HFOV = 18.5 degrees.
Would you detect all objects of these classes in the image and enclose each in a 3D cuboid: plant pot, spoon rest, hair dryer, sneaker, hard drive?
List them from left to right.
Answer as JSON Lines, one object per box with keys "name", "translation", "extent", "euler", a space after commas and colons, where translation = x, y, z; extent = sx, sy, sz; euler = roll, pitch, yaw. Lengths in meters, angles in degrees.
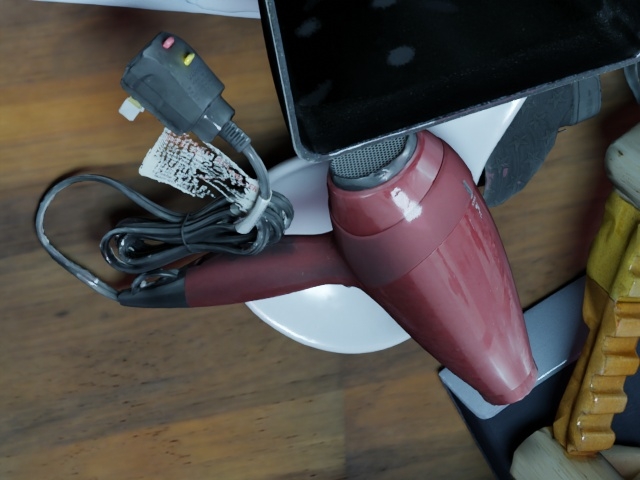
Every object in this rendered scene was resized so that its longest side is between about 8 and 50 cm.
{"name": "hair dryer", "translation": [0.000, 0.000, 1.092], "extent": [0.293, 0.080, 0.223], "euler": [30, 147, -5]}
{"name": "plant pot", "translation": [0.040, -0.180, 0.966], "extent": [0.188, 0.167, 0.187], "euler": [-17, 125, -8]}
{"name": "spoon rest", "translation": [0.047, -0.039, 1.117], "extent": [0.137, 0.084, 0.276], "euler": [31, 120, -10]}
{"name": "sneaker", "translation": [0.115, -0.105, 1.149], "extent": [0.089, 0.051, 0.170], "euler": [-21, 127, -10]}
{"name": "hard drive", "translation": [0.222, 0.086, 1.300], "extent": [0.255, 0.054, 0.172], "euler": [-30, 125, 0]}

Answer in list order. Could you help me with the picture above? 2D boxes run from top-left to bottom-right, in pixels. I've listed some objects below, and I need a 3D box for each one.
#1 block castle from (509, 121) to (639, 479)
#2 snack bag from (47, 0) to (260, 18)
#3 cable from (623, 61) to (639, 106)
{"name": "block castle", "translation": [0.366, 0.102, 1.202], "extent": [0.453, 0.213, 0.303], "euler": [4, 115, -27]}
{"name": "snack bag", "translation": [-0.042, -0.261, 1.010], "extent": [0.342, 0.037, 0.323], "euler": [2, 119, -20]}
{"name": "cable", "translation": [0.196, -0.181, 1.146], "extent": [0.139, 0.072, 0.287], "euler": [-35, 113, 19]}
